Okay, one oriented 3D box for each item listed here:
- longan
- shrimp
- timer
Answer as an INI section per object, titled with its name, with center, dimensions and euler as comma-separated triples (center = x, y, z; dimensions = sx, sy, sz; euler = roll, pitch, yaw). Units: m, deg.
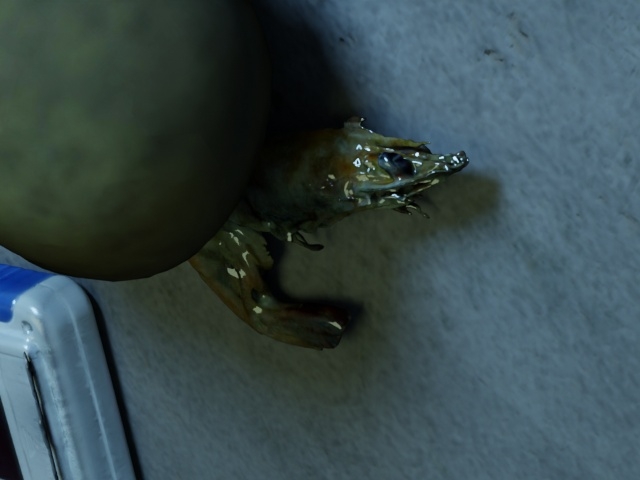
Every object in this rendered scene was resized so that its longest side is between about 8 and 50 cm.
[longan]
center = -0.185, -0.129, 1.205
dimensions = 0.350, 0.288, 0.288
euler = 38, 135, 12
[shrimp]
center = 0.000, 0.000, 1.271
dimensions = 0.296, 0.058, 0.169
euler = -2, 120, 47
[timer]
center = -0.244, 0.145, 1.563
dimensions = 0.178, 0.078, 0.253
euler = 8, 120, 41
